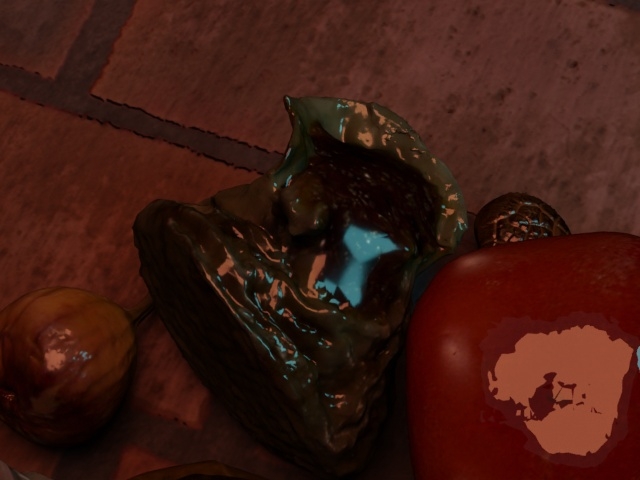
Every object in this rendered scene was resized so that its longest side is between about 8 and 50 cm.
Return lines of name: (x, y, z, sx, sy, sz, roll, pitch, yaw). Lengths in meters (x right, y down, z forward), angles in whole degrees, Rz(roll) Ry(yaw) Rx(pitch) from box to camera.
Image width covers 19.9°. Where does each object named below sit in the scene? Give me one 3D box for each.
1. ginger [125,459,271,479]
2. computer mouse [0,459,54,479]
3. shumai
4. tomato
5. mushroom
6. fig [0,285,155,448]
ginger: (-0.053, 0.289, 1.632, 0.321, 0.165, 0.172, 19, 48, 4)
computer mouse: (-0.350, 0.270, 1.700, 0.389, 0.115, 0.199, 22, 62, 15)
shumai: (0.015, 0.032, 1.714, 0.288, 0.292, 0.330, -35, 89, -20)
tomato: (0.219, 0.150, 1.610, 0.293, 0.290, 0.325, 4, 78, 7)
mushroom: (0.203, 0.010, 1.810, 0.109, 0.085, 0.126, -21, 67, -8)
fig: (-0.232, 0.088, 1.770, 0.160, 0.143, 0.230, 5, 55, 49)
